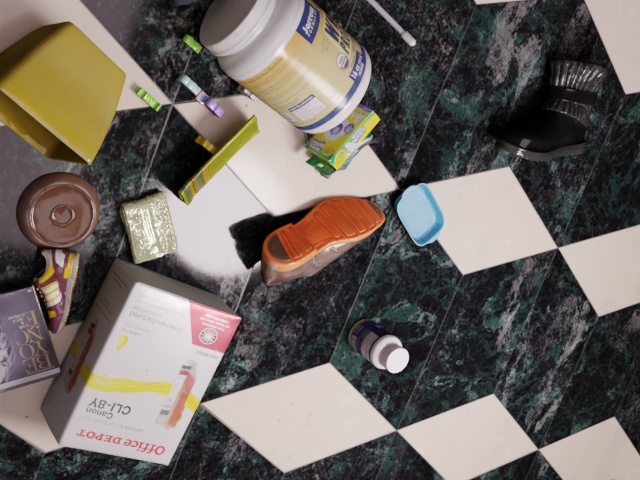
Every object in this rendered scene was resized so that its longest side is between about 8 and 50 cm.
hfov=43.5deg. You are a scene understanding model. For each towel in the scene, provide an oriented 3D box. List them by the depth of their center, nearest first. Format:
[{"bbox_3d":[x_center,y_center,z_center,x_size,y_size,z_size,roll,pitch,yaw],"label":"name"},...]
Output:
[{"bbox_3d":[-0.219,-0.173,1.748,0.021,0.102,0.237,43,82,3],"label":"towel"},{"bbox_3d":[-0.371,-0.027,1.749,0.110,0.027,0.148,-22,118,-24],"label":"towel"}]

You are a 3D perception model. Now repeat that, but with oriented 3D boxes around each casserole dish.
[{"bbox_3d":[0.258,-0.072,2.117,0.114,0.037,0.188,-42,125,-12],"label":"casserole dish"}]

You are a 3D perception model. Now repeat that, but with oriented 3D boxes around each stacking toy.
[{"bbox_3d":[-0.254,-0.305,1.700,0.221,0.052,0.167,39,86,-35],"label":"stacking toy"}]

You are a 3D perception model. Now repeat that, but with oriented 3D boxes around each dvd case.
[{"bbox_3d":[-0.646,0.210,1.659,0.164,0.018,0.221,-15,117,-15],"label":"dvd case"}]

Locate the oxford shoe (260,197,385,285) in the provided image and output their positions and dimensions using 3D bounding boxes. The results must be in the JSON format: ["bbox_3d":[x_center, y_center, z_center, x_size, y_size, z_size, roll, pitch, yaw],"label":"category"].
[{"bbox_3d":[0.000,0.000,1.958,0.363,0.130,0.133,-22,151,-31],"label":"oxford shoe"}]

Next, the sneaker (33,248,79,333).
[{"bbox_3d":[-0.557,0.104,1.669,0.083,0.069,0.185,12,103,-16],"label":"sneaker"}]

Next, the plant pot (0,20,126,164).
[{"bbox_3d":[-0.490,-0.282,1.482,0.212,0.212,0.187,44,69,-35],"label":"plant pot"}]

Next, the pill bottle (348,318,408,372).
[{"bbox_3d":[0.155,0.279,2.105,0.094,0.169,0.094,-12,115,-28],"label":"pill bottle"}]

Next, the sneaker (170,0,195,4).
[{"bbox_3d":[-0.198,-0.598,1.580,0.319,0.112,0.131,-48,138,-17],"label":"sneaker"}]

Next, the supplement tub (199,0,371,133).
[{"bbox_3d":[-0.071,-0.393,1.670,0.316,0.228,0.228,33,89,-36],"label":"supplement tub"}]

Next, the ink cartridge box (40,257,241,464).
[{"bbox_3d":[-0.393,0.274,1.769,0.279,0.160,0.385,24,95,-36],"label":"ink cartridge box"}]

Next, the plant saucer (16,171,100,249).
[{"bbox_3d":[-0.531,-0.055,1.640,0.168,0.029,0.168,-12,115,-27],"label":"plant saucer"}]

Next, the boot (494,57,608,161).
[{"bbox_3d":[0.621,-0.362,2.168,0.348,0.131,0.260,-12,122,-39],"label":"boot"}]

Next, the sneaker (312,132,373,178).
[{"bbox_3d":[0.055,-0.208,1.934,0.166,0.065,0.076,-30,138,-15],"label":"sneaker"}]

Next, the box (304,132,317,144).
[{"bbox_3d":[0.021,-0.288,1.891,0.137,0.027,0.094,-23,118,-22],"label":"box"}]

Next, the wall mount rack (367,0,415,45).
[{"bbox_3d":[0.178,-0.629,1.795,0.350,0.130,0.304,-44,125,-9],"label":"wall mount rack"}]

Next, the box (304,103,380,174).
[{"bbox_3d":[0.041,-0.237,1.841,0.179,0.105,0.043,-52,133,-3],"label":"box"}]
